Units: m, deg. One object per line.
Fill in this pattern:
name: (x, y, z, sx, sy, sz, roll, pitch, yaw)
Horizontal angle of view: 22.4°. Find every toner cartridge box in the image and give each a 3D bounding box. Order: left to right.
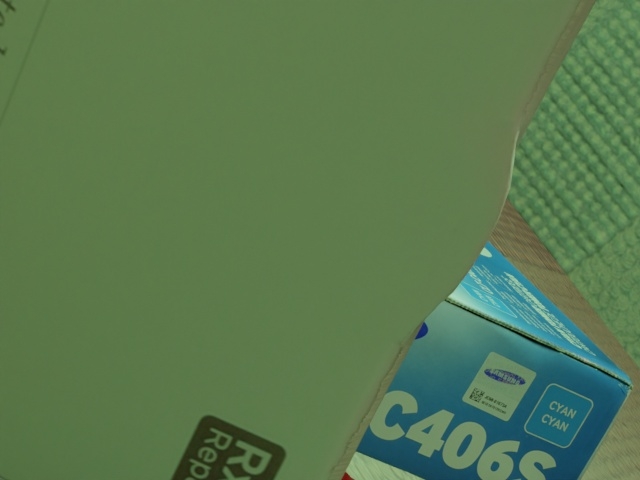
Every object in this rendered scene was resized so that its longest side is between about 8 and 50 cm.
toner cartridge box: (0.000, 0.000, 0.775, 0.165, 0.075, 0.348, 24, 12, -22)

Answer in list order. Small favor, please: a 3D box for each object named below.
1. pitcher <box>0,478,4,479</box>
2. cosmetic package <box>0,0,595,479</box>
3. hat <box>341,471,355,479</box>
pitcher: (-0.174, 0.048, 0.481, 0.178, 0.125, 0.207, 41, 26, -5)
cosmetic package: (-0.011, -0.096, 0.501, 0.156, 0.217, 0.385, 26, 20, -2)
hat: (-0.043, 0.126, 0.894, 0.208, 0.183, 0.173, 2, 30, -16)
